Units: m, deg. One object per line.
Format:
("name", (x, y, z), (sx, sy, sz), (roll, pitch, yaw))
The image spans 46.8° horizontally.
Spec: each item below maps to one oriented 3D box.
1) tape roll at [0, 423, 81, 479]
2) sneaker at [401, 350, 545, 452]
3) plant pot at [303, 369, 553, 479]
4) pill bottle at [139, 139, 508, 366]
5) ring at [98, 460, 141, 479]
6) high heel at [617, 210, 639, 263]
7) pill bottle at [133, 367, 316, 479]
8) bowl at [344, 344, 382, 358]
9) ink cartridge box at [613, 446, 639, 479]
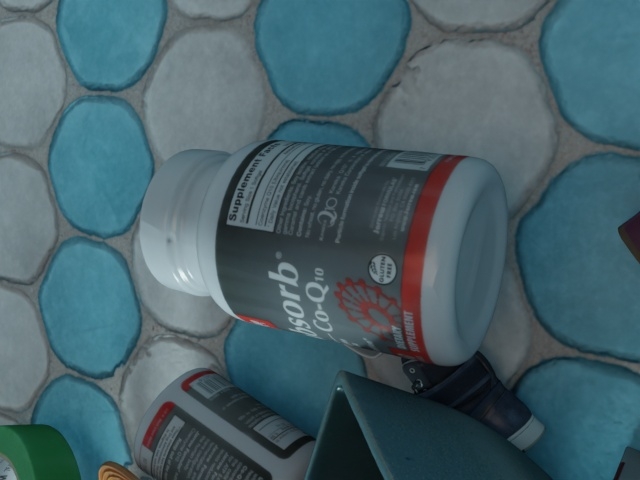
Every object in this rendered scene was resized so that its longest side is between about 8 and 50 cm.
("tape roll", (-0.485, 0.457, 1.172), (0.321, 0.077, 0.321), (-11, 75, 44))
("sneaker", (0.121, 0.219, 0.869), (0.226, 0.086, 0.163), (-41, 85, 14))
("plant pot", (0.122, 0.308, 0.717), (0.252, 0.248, 0.247), (15, 101, -12))
("pill bottle", (0.000, 0.000, 0.803), (0.363, 0.210, 0.210), (9, 97, 28))
("ring", (-0.195, 0.439, 1.012), (0.336, 0.032, 0.336), (32, 140, 32))
("high heel", (0.452, 0.067, 0.659), (0.377, 0.127, 0.181), (54, 125, 19))
("pill bottle", (-0.088, 0.301, 0.954), (0.283, 0.161, 0.161), (28, 106, 25))
("bowl", (0.058, 0.058, 0.923), (0.142, 0.053, 0.142), (35, 109, 24))
("ink cartridge box", (0.313, 0.320, 0.754), (0.072, 0.127, 0.175), (20, 102, 26))
